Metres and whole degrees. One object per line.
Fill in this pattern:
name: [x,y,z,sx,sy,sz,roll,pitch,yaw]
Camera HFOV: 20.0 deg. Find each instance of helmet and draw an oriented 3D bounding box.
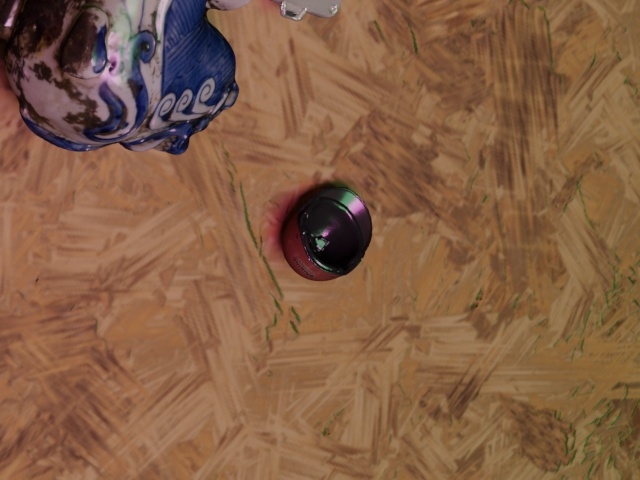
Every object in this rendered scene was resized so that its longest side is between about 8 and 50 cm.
helmet: [0.000,0.000,1.423,0.065,0.049,0.084,51,46,-8]

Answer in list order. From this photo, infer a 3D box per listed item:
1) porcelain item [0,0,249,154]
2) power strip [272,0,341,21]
porcelain item: [-0.099,-0.188,1.210,0.186,0.138,0.288,13,104,-51]
power strip: [0.005,-0.254,1.317,0.081,0.035,0.192,13,102,-39]
